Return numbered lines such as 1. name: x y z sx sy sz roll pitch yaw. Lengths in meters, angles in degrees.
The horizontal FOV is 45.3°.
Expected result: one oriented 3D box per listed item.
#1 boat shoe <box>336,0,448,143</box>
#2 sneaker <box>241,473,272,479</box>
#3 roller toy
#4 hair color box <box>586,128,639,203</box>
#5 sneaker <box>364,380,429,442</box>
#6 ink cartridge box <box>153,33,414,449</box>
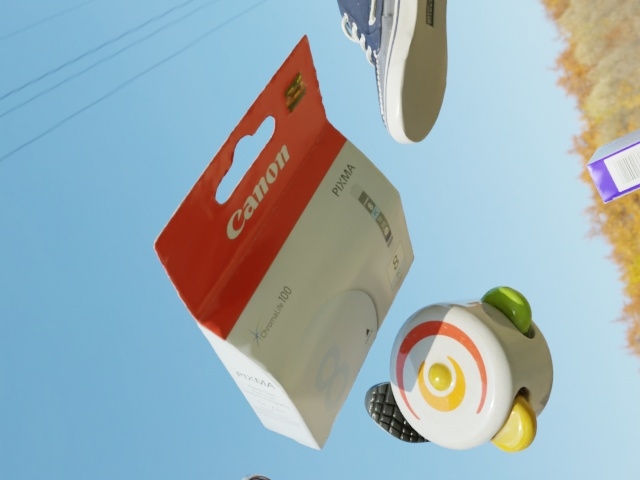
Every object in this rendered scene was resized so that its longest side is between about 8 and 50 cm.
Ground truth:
1. boat shoe: 0.104 -0.313 1.190 0.127 0.158 0.341 15 -100 -49
2. sneaker: -0.037 0.565 1.541 0.281 0.162 0.106 24 -106 -6
3. roller toy: 0.195 0.176 1.021 0.146 0.191 0.209 -1 -103 -45
4. hair color box: 0.757 -0.197 1.834 0.110 0.185 0.339 63 -152 -3
5. sneaker: 0.194 0.315 1.433 0.283 0.124 0.107 14 -92 -22
6. ink cartridge box: -0.009 0.016 0.875 0.308 0.091 0.385 -59 -29 -29
